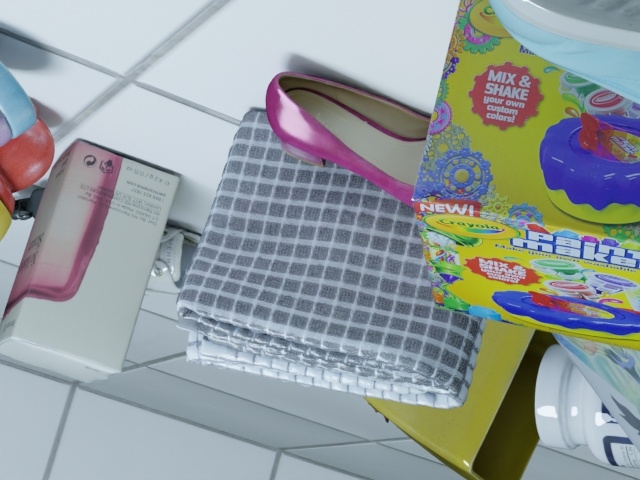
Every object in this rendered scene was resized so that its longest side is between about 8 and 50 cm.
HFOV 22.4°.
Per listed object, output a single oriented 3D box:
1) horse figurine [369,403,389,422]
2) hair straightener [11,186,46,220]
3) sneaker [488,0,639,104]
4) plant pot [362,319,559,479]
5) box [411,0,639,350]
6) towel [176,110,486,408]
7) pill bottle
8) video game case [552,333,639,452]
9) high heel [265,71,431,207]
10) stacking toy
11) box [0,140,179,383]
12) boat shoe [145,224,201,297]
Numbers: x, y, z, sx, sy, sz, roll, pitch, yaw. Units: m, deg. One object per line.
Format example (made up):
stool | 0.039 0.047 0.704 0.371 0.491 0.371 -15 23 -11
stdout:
horse figurine | 0.076 0.208 2.445 0.263 0.066 0.174 24 157 -37
hair straightener | -0.364 -0.048 1.973 0.089 0.047 0.230 -2 -175 -37
sneaker | 0.274 -0.126 0.979 0.365 0.135 0.150 22 173 6
plant pot | 0.174 0.175 2.005 0.187 0.212 0.212 22 169 26
box | 0.235 -0.037 1.210 0.289 0.177 0.279 12 163 12
towel | 0.020 0.012 1.481 0.283 0.235 0.121 11 161 13
pill bottle | 0.394 0.191 1.881 0.264 0.153 0.153 3 161 26
video game case | 0.355 0.151 1.655 0.300 0.036 0.329 54 168 10
high heel | 0.071 -0.089 1.389 0.244 0.082 0.117 19 162 11
stacking toy | -0.385 -0.159 1.596 0.279 0.130 0.309 40 163 6
box | -0.262 0.028 1.800 0.126 0.232 0.148 20 164 -16
boat shoe | -0.197 0.020 1.986 0.277 0.098 0.096 10 164 -28
